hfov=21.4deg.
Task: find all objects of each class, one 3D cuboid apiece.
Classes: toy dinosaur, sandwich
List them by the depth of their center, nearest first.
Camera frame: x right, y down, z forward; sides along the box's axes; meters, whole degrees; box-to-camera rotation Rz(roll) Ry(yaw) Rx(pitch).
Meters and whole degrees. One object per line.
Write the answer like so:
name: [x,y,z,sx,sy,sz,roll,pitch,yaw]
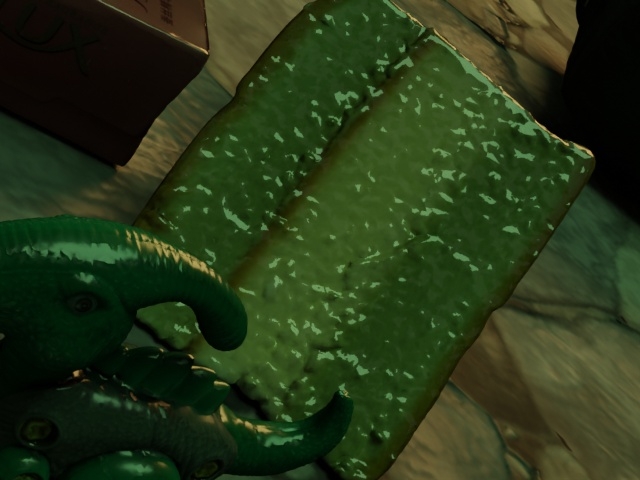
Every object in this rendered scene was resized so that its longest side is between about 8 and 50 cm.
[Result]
toy dinosaur: [-0.049,0.039,0.413,0.132,0.096,0.059,16,36,-36]
sandwich: [0.000,0.000,0.632,0.117,0.144,0.187,40,-10,-3]

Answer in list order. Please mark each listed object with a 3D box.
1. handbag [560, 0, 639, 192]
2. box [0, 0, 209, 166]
handbag: [0.256,-0.082,0.913,0.254,0.181,0.181,39,28,-10]
box: [-0.101,-0.107,0.610,0.111,0.060,0.156,26,29,-25]
